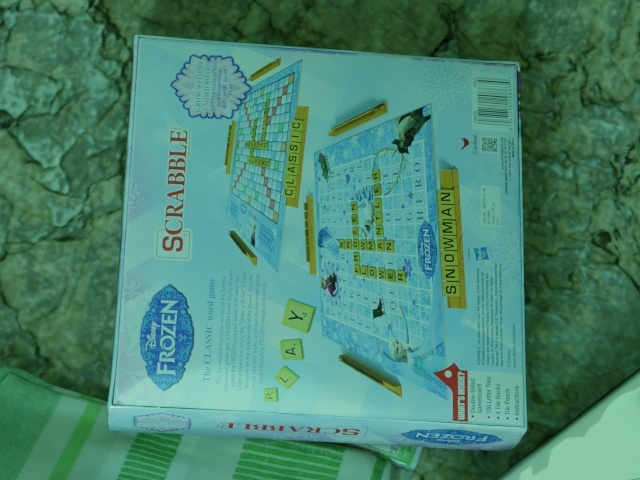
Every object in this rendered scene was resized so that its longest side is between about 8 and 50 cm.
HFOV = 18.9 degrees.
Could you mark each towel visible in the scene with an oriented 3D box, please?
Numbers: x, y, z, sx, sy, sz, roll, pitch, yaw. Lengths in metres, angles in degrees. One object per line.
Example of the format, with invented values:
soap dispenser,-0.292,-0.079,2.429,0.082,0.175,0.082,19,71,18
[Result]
towel,-0.114,0.196,1.425,0.324,0.248,0.038,14,117,1

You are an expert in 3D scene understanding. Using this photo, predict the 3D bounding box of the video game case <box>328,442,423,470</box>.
video game case,0.017,0.057,1.556,0.193,0.023,0.212,18,75,2

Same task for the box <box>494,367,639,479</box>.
box,0.197,0.196,1.486,0.275,0.113,0.094,-37,81,-10

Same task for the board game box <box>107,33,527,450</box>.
board game box,0.000,0.000,1.513,0.318,0.066,0.319,4,66,-5
